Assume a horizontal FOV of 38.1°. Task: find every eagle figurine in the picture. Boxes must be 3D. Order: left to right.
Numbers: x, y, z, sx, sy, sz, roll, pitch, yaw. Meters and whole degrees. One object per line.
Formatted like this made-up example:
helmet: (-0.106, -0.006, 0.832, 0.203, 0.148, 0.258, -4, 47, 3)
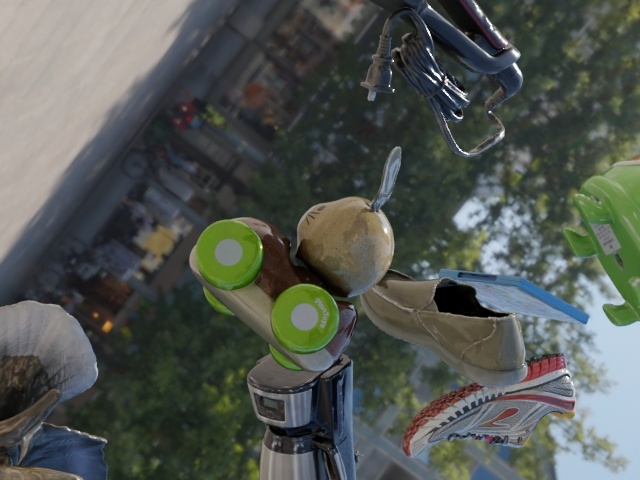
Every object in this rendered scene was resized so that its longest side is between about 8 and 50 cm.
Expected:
eagle figurine: (-0.293, 0.193, 0.775, 0.225, 0.226, 0.298, -12, 169, -19)

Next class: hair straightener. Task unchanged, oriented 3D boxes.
hair straightener: (0.044, -0.112, 0.500, 0.047, 0.230, 0.089, 24, -99, 41)

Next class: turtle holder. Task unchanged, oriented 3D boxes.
turtle holder: (0.519, 0.016, 1.332, 0.227, 0.243, 0.320, -26, -129, -1)

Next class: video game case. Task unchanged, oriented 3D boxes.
video game case: (0.240, 0.070, 1.170, 0.166, 0.119, 0.015, 4, -110, 63)

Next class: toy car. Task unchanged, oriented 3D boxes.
toy car: (0.000, 0.000, 0.772, 0.188, 0.149, 0.155, -49, 174, -13)

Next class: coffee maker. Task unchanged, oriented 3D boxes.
coffee maker: (-0.017, 0.218, 1.102, 0.171, 0.120, 0.178, -55, 145, -72)

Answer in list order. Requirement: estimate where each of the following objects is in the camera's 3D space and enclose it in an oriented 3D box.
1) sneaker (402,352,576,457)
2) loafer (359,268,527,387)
sneaker: (0.204, 0.211, 1.101, 0.225, 0.093, 0.088, -20, 174, -7)
loafer: (0.141, 0.077, 1.056, 0.251, 0.094, 0.087, 27, -61, 47)
